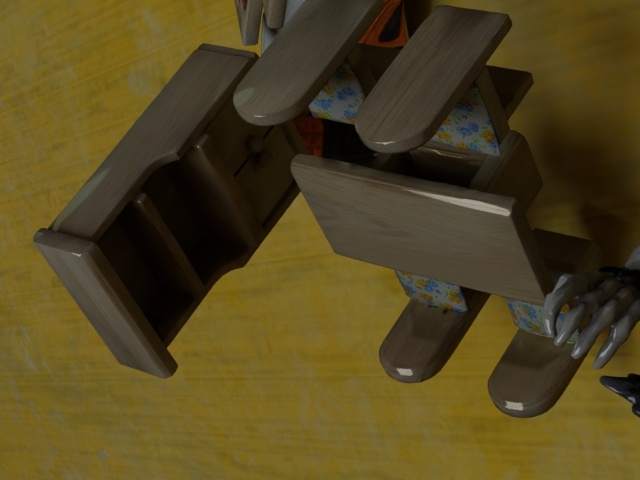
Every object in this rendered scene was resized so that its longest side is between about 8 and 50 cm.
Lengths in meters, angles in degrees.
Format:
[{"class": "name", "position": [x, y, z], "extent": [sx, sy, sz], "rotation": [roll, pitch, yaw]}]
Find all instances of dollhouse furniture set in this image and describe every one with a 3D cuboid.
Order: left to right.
[{"class": "dollhouse furniture set", "position": [0.000, 0.000, 0.881], "extent": [0.242, 0.161, 0.212], "rotation": [14, 146, 37]}]

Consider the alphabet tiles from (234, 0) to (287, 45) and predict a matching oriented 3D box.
[{"class": "alphabet tiles", "position": [-0.032, -0.294, 0.930], "extent": [0.342, 0.011, 0.285], "rotation": [101, 163, -44]}]

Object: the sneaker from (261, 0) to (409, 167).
[{"class": "sneaker", "position": [0.005, -0.151, 1.012], "extent": [0.262, 0.099, 0.121], "rotation": [103, 157, -45]}]

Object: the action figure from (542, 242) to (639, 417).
[{"class": "action figure", "position": [0.185, 0.040, 0.755], "extent": [0.164, 0.141, 0.275], "rotation": [24, 125, 38]}]
